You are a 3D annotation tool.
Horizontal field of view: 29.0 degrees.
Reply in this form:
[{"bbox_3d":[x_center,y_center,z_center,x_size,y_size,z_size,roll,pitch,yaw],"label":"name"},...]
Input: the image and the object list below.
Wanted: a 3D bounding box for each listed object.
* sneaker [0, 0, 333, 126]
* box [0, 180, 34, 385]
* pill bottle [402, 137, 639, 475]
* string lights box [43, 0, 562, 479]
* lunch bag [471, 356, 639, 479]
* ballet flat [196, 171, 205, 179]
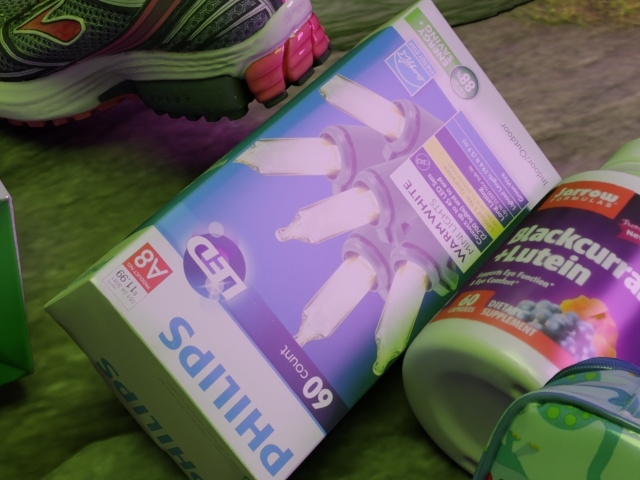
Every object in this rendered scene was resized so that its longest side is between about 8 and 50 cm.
[{"bbox_3d":[-0.130,-0.147,0.762,0.299,0.112,0.121,1,38,36],"label":"sneaker"},{"bbox_3d":[-0.313,-0.005,0.629,0.262,0.126,0.231,-18,42,-26],"label":"box"},{"bbox_3d":[0.138,0.031,0.637,0.108,0.108,0.193,29,54,25],"label":"pill bottle"},{"bbox_3d":[0.000,0.000,0.649,0.133,0.077,0.260,51,58,-9],"label":"string lights box"},{"bbox_3d":[0.153,0.159,0.483,0.219,0.176,0.090,21,13,21],"label":"lunch bag"},{"bbox_3d":[-0.044,-0.024,0.718,0.073,0.067,0.206,33,56,26],"label":"ballet flat"}]
